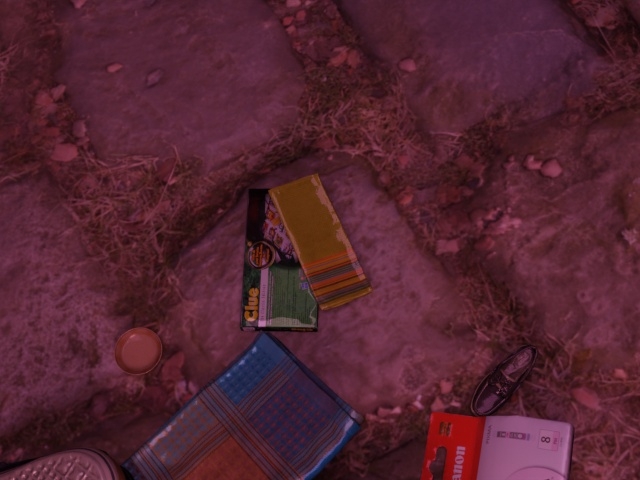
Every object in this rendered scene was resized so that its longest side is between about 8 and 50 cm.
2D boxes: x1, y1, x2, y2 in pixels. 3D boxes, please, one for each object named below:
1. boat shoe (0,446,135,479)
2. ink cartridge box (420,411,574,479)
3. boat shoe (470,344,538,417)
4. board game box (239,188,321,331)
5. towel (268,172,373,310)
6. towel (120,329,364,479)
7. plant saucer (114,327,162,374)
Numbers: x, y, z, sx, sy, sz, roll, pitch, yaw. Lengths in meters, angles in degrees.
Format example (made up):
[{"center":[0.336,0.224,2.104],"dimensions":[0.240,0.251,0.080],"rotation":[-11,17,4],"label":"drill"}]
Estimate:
[{"center":[-0.513,0.437,1.509],"dimensions":[0.500,0.156,0.187],"rotation":[-17,71,14],"label":"boat shoe"},{"center":[0.267,0.365,1.498],"dimensions":[0.232,0.066,0.189],"rotation":[5,69,18],"label":"ink cartridge box"},{"center":[0.301,0.226,1.581],"dimensions":[0.056,0.049,0.152],"rotation":[37,76,15],"label":"boat shoe"},{"center":[-0.067,0.032,1.692],"dimensions":[0.136,0.030,0.260],"rotation":[2,69,2],"label":"board game box"},{"center":[0.000,0.000,1.674],"dimensions":[0.102,0.021,0.237],"rotation":[-20,76,-21],"label":"towel"},{"center":[-0.140,0.335,1.524],"dimensions":[0.370,0.040,0.271],"rotation":[-42,49,-13],"label":"towel"},{"center":[-0.312,0.192,1.655],"dimensions":[0.083,0.015,0.083],"rotation":[-1,69,3],"label":"plant saucer"}]
